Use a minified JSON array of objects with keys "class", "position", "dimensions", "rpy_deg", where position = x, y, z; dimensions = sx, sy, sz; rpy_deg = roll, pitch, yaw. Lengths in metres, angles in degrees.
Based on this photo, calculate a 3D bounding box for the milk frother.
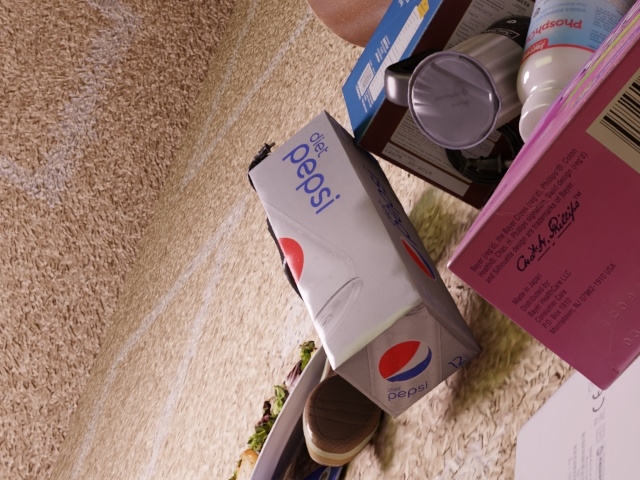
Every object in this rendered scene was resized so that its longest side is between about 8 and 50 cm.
[{"class":"milk frother","position":[0.133,-0.104,1.408],"dimensions":[0.129,0.143,0.134],"rpy_deg":[-10,13,37]}]

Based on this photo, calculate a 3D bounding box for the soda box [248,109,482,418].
[{"class":"soda box","position":[0.032,0.014,1.431],"dimensions":[0.098,0.091,0.286],"rpy_deg":[-39,40,12]}]

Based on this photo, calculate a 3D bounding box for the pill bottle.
[{"class":"pill bottle","position":[0.206,-0.145,1.334],"dimensions":[0.087,0.087,0.160],"rpy_deg":[-46,21,51]}]

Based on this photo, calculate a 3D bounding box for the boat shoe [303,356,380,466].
[{"class":"boat shoe","position":[0.019,0.162,1.519],"dimensions":[0.190,0.068,0.072],"rpy_deg":[-63,-7,-63]}]

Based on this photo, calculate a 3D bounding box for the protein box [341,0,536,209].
[{"class":"protein box","position":[0.132,-0.172,1.566],"dimensions":[0.201,0.136,0.200],"rpy_deg":[-59,13,16]}]

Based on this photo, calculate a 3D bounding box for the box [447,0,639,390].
[{"class":"box","position":[0.208,-0.071,0.958],"dimensions":[0.213,0.117,0.243],"rpy_deg":[-53,-2,34]}]

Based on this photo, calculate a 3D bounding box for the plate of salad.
[{"class":"plate of salad","position":[-0.040,0.179,1.621],"dimensions":[0.200,0.048,0.200],"rpy_deg":[-61,-9,-18]}]

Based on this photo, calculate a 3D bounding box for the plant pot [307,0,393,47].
[{"class":"plant pot","position":[0.120,-0.340,1.867],"dimensions":[0.230,0.215,0.215],"rpy_deg":[-6,56,58]}]

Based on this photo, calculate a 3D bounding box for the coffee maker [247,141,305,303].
[{"class":"coffee maker","position":[0.000,0.000,1.652],"dimensions":[0.120,0.171,0.178],"rpy_deg":[-61,13,8]}]

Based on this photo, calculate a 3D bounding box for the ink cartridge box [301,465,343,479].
[{"class":"ink cartridge box","position":[-0.065,0.313,1.554],"dimensions":[0.223,0.045,0.224],"rpy_deg":[-45,21,54]}]

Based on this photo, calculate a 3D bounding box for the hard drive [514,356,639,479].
[{"class":"hard drive","position":[0.210,0.097,0.935],"dimensions":[0.319,0.040,0.210],"rpy_deg":[-52,16,38]}]
